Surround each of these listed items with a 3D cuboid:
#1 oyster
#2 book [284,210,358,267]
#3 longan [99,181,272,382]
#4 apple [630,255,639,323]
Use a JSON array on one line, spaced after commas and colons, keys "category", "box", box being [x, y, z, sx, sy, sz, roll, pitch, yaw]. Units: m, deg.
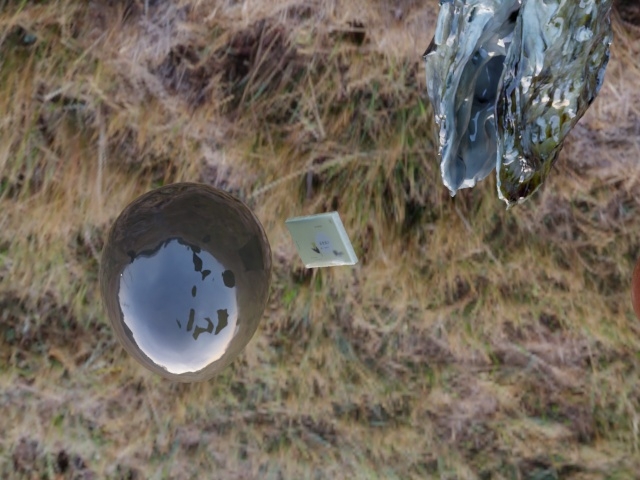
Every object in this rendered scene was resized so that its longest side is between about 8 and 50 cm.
[{"category": "oyster", "box": [0.159, -0.196, 0.740, 0.158, 0.162, 0.351, 5, 114, 15]}, {"category": "book", "box": [0.000, 0.000, 1.336, 0.111, 0.014, 0.077, -7, 112, 52]}, {"category": "longan", "box": [-0.188, 0.054, 1.370, 0.243, 0.300, 0.300, 10, 128, 14]}, {"category": "apple", "box": [0.460, 0.057, 1.134, 0.181, 0.168, 0.181, -2, 84, 23]}]
